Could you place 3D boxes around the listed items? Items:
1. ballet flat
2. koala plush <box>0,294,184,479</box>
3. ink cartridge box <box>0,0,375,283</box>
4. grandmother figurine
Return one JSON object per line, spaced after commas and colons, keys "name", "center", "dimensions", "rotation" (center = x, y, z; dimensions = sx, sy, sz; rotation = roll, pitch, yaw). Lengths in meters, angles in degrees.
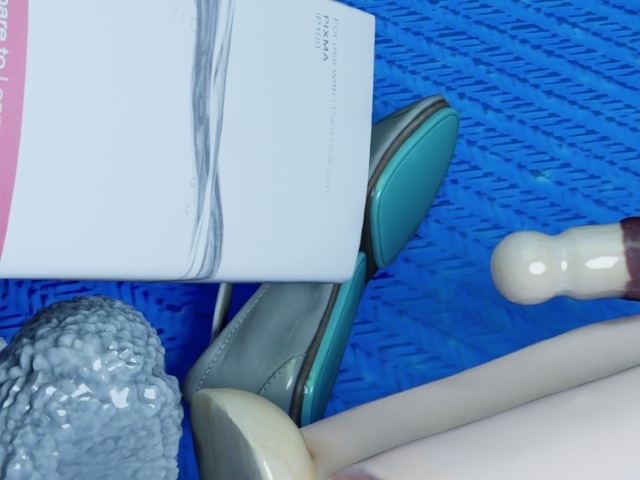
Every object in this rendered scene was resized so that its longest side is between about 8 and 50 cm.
{"name": "ballet flat", "center": [0.000, 0.000, 0.666], "dimensions": [0.068, 0.072, 0.213], "rotation": [15, 49, 16]}
{"name": "koala plush", "center": [-0.170, 0.093, 0.527], "dimensions": [0.196, 0.203, 0.221], "rotation": [-11, 28, -25]}
{"name": "ink cartridge box", "center": [-0.133, -0.047, 0.527], "dimensions": [0.207, 0.117, 0.283], "rotation": [4, -1, 30]}
{"name": "grandmother figurine", "center": [0.142, 0.057, 0.493], "dimensions": [0.342, 0.104, 0.208], "rotation": [-20, 62, -25]}
